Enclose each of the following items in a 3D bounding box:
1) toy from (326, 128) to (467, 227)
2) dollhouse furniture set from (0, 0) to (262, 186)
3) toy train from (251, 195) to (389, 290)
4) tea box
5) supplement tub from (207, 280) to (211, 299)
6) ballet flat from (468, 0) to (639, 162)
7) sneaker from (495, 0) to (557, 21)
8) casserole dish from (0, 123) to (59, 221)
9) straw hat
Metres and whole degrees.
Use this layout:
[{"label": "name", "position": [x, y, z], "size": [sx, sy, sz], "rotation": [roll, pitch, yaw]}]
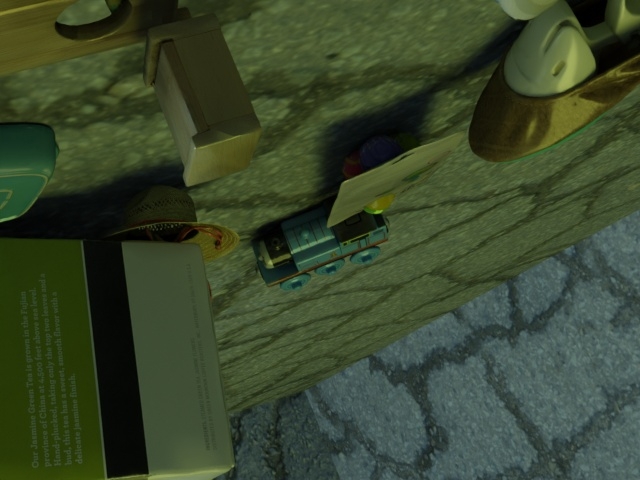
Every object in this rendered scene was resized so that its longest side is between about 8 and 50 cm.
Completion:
[{"label": "toy", "position": [0.067, -0.080, 1.022], "size": [0.137, 0.056, 0.237], "rotation": [-25, 170, -7]}, {"label": "dollhouse furniture set", "position": [-0.094, -0.123, 0.335], "size": [0.101, 0.181, 0.161], "rotation": [-18, 166, -18]}, {"label": "toy train", "position": [0.000, 0.000, 1.184], "size": [0.184, 0.080, 0.105], "rotation": [-20, 157, -1]}, {"label": "tea box", "position": [-0.302, 0.155, 0.865], "size": [0.324, 0.219, 0.329], "rotation": [2, 155, -30]}, {"label": "supplement tub", "position": [-0.205, 0.095, 1.119], "size": [0.117, 0.117, 0.190], "rotation": [-14, 163, -33]}, {"label": "ballet flat", "position": [0.270, -0.194, 0.838], "size": [0.342, 0.116, 0.124], "rotation": [-27, 145, 16]}, {"label": "sneaker", "position": [0.138, -0.145, 0.371], "size": [0.071, 0.083, 0.190], "rotation": [-27, 165, -37]}, {"label": "casserole dish", "position": [-0.275, -0.039, 0.674], "size": [0.188, 0.037, 0.114], "rotation": [-10, 161, -40]}, {"label": "straw hat", "position": [-0.151, -0.019, 0.882], "size": [0.145, 0.061, 0.144], "rotation": [-8, 162, -3]}]
